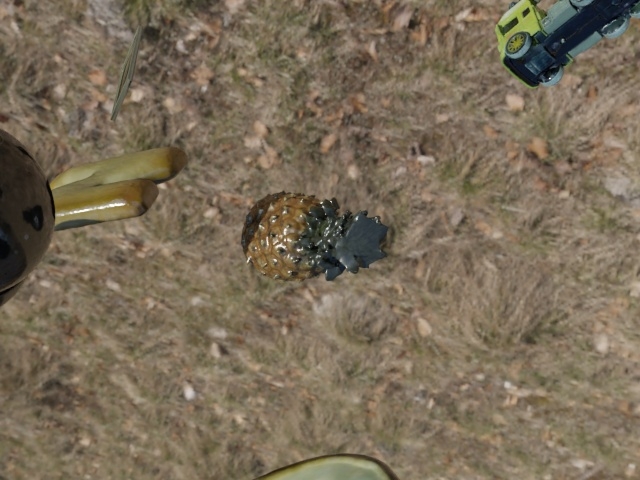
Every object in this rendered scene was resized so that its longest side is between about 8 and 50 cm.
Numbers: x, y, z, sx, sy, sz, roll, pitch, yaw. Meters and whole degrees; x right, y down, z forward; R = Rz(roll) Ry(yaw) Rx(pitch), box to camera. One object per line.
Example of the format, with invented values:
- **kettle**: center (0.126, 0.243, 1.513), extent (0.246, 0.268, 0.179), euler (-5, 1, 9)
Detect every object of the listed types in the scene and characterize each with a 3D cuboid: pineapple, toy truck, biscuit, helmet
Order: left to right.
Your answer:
- **helmet**: center (-0.433, -0.036, 0.936), extent (0.160, 0.231, 0.279), euler (-10, 129, 29)
- **biscuit**: center (-0.403, -0.093, 1.341), extent (0.290, 0.237, 0.062), euler (-7, 118, 20)
- **pineapple**: center (0.000, 0.000, 1.142), extent (0.157, 0.158, 0.278), euler (30, 165, -37)
- **toy truck**: center (0.265, -0.249, 0.777), extent (0.077, 0.100, 0.169), euler (27, 132, -33)

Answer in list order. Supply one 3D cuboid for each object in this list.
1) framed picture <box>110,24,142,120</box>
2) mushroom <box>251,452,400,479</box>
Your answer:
- **framed picture**: center (-0.334, -0.285, 1.262), extent (0.011, 0.109, 0.149), euler (13, 157, -23)
- **mushroom**: center (0.019, 0.390, 0.861), extent (0.217, 0.212, 0.292), euler (-14, 180, 4)
